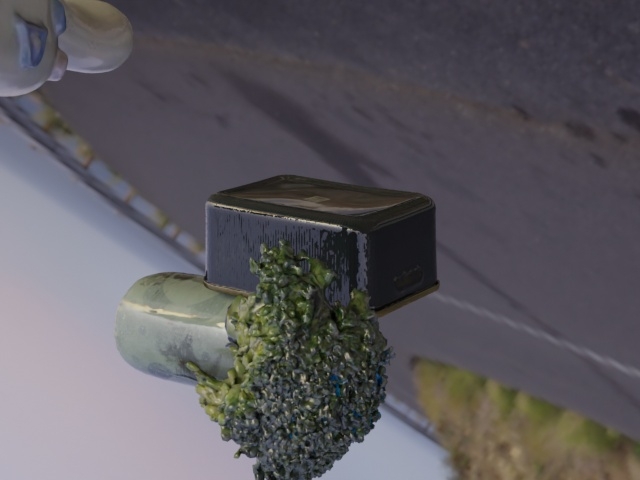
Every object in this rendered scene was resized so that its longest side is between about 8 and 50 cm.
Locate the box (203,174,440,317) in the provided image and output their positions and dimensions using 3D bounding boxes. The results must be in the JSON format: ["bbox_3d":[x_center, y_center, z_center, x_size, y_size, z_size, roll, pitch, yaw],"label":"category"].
[{"bbox_3d":[0.000,0.000,1.187,0.201,0.090,0.144,10,-162,37],"label":"box"}]

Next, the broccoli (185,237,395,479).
[{"bbox_3d":[-0.027,0.088,0.939,0.160,0.154,0.167,25,158,54],"label":"broccoli"}]

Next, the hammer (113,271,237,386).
[{"bbox_3d":[-0.053,0.058,1.329,0.202,0.113,0.305,11,-155,32],"label":"hammer"}]

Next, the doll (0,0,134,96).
[{"bbox_3d":[-0.262,-0.075,0.787,0.187,0.366,0.376,20,171,36],"label":"doll"}]
